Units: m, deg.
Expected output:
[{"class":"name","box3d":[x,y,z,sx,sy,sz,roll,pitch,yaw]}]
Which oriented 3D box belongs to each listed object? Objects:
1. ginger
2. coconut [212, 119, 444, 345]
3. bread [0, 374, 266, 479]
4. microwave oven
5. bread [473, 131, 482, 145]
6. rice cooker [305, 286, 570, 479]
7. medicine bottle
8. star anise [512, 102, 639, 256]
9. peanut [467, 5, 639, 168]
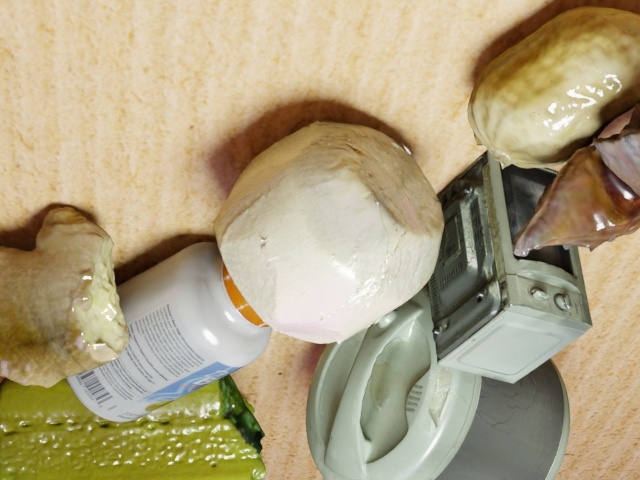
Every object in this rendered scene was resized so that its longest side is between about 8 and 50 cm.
[{"class":"ginger","box3d":[-0.339,0.058,1.648,0.275,0.130,0.221,27,107,5]},{"class":"coconut","box3d":[-0.002,-0.001,1.522,0.230,0.227,0.227,-36,135,28]},{"class":"bread","box3d":[-0.264,0.284,1.919,0.376,0.251,0.208,-3,163,-5]},{"class":"microwave oven","box3d":[0.196,0.030,1.602,0.129,0.205,0.163,17,140,-28]},{"class":"bread","box3d":[0.202,-0.121,1.530,0.083,0.036,0.047,-5,149,6]},{"class":"rice cooker","box3d":[0.140,0.219,1.817,0.277,0.288,0.288,24,138,-36]},{"class":"medicine bottle","box3d":[-0.164,0.100,1.716,0.288,0.157,0.157,-27,139,32]},{"class":"star anise","box3d":[0.330,-0.072,1.416,0.292,0.109,0.349,-29,172,17]},{"class":"peanut","box3d":[0.237,-0.149,1.411,0.129,0.129,0.224,20,137,-31]}]
